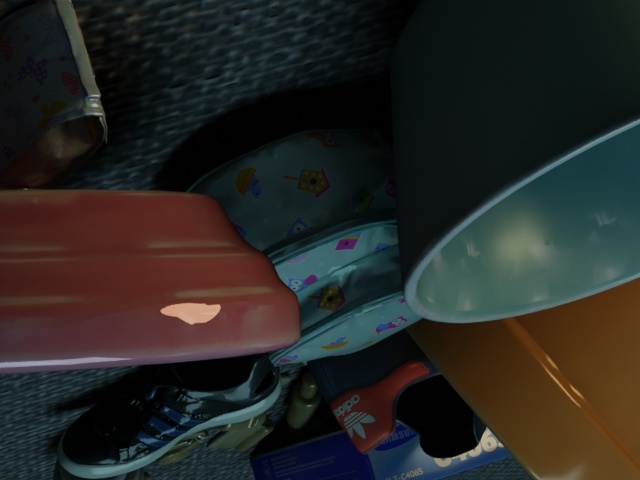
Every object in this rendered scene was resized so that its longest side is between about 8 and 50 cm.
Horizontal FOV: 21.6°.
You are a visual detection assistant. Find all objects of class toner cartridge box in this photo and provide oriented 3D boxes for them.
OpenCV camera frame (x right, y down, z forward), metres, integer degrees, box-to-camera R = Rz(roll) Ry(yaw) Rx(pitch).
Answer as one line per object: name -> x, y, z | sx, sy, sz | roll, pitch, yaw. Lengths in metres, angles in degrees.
toner cartridge box -> 0.059, 0.221, 1.732 | 0.165, 0.075, 0.348 | -15, 174, -23

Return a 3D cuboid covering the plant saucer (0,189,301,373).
plant saucer -> -0.176, 0.020, 0.869 | 0.332, 0.084, 0.332 | -2, 180, 0

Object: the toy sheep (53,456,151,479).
toy sheep -> -0.201, 0.217, 1.536 | 0.091, 0.091, 0.132 | -17, 142, -14

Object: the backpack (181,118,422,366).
backpack -> 0.000, 0.000, 1.078 | 0.188, 0.144, 0.166 | 3, 155, -45

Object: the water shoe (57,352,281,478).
water shoe -> -0.134, 0.132, 1.430 | 0.203, 0.073, 0.080 | -22, 140, -11

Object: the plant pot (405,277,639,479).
plant pot -> 0.201, 0.059, 1.294 | 0.203, 0.291, 0.291 | -41, 159, 6

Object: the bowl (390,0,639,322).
bowl -> 0.165, -0.091, 0.973 | 0.311, 0.163, 0.311 | -19, 161, -7

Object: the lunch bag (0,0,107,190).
lunch bag -> -0.138, -0.071, 0.833 | 0.053, 0.071, 0.083 | -1, 152, -43

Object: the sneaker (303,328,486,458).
sneaker -> 0.141, 0.118, 1.542 | 0.350, 0.148, 0.131 | -9, 157, -35

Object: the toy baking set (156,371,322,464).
toy baking set -> -0.088, 0.179, 1.638 | 0.197, 0.030, 0.256 | -16, 160, -18

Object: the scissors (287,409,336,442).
scissors -> 0.073, 0.154, 1.762 | 0.109, 0.021, 0.297 | -8, 156, -34
